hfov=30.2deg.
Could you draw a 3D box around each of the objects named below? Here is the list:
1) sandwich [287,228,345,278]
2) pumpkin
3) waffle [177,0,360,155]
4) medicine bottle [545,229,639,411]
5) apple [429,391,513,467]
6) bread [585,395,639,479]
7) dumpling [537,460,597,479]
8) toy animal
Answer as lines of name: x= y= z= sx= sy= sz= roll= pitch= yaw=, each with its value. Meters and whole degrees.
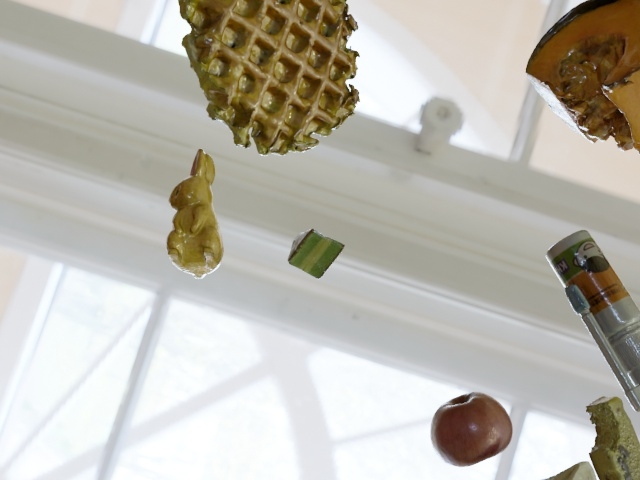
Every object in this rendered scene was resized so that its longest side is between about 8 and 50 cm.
sandwich: x=0.000 y=0.000 z=2.118 sx=0.116 sy=0.074 sz=0.074 roll=-53 pitch=-167 yaw=47
pumpkin: x=0.524 y=-0.283 z=1.989 sx=0.256 sy=0.225 sz=0.303 roll=-46 pitch=-143 yaw=-9
waffle: x=-0.062 y=-0.285 z=1.729 sx=0.302 sy=0.068 sz=0.324 roll=-27 pitch=110 yaw=-35
medicine bottle: x=0.338 y=0.095 z=1.395 sx=0.092 sy=0.220 sz=0.061 roll=-13 pitch=157 yaw=-45
apple: x=0.271 y=0.342 z=2.153 sx=0.153 sy=0.153 sz=0.120 roll=127 pitch=-56 yaw=-89
bread: x=0.469 y=0.356 z=1.837 sx=0.049 sy=0.088 sz=0.226 roll=-29 pitch=-100 yaw=50
dumpling: x=0.424 y=0.497 z=2.106 sx=0.126 sy=0.166 sz=0.215 roll=-2 pitch=-125 yaw=55
toy animal: x=-0.157 y=-0.038 z=1.493 sx=0.083 sy=0.070 sz=0.159 roll=80 pitch=7 yaw=-67
